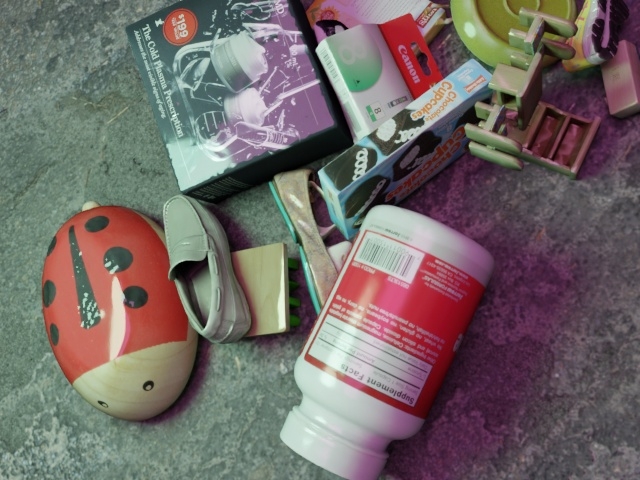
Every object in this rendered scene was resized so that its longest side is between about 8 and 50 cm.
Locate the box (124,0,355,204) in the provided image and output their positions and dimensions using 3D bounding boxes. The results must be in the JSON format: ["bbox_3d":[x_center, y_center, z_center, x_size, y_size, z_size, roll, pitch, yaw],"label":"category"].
[{"bbox_3d":[-0.147,-0.288,1.355,0.312,0.179,0.344,-22,82,10],"label":"box"}]

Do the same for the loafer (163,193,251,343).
[{"bbox_3d":[-0.224,0.040,1.313,0.112,0.111,0.320,-40,60,20],"label":"loafer"}]

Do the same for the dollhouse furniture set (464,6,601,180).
[{"bbox_3d":[0.362,-0.209,1.170,0.160,0.242,0.212,24,85,21],"label":"dollhouse furniture set"}]

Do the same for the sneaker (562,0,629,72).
[{"bbox_3d":[0.467,-0.370,1.253,0.081,0.094,0.209,39,56,-13],"label":"sneaker"}]

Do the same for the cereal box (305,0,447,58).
[{"bbox_3d":[0.102,-0.430,1.412,0.240,0.047,0.173,40,90,21],"label":"cereal box"}]

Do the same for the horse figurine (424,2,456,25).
[{"bbox_3d":[0.269,-0.477,1.348,0.174,0.066,0.264,-9,64,-9],"label":"horse figurine"}]

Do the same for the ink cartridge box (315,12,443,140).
[{"bbox_3d":[0.125,-0.303,1.284,0.224,0.056,0.181,-28,93,-22],"label":"ink cartridge box"}]

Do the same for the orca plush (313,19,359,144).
[{"bbox_3d":[0.080,-0.282,1.327,0.102,0.151,0.287,-19,73,12],"label":"orca plush"}]

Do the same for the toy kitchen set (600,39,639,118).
[{"bbox_3d":[0.613,-0.287,1.210,0.207,0.166,0.122,-23,65,50],"label":"toy kitchen set"}]

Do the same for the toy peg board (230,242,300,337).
[{"bbox_3d":[-0.111,0.101,1.341,0.160,0.079,0.161,-12,72,31],"label":"toy peg board"}]

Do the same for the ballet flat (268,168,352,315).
[{"bbox_3d":[0.000,0.000,1.310,0.106,0.107,0.316,-20,71,-2],"label":"ballet flat"}]

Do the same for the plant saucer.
[{"bbox_3d":[0.353,-0.418,1.283,0.240,0.037,0.241,1,81,-8],"label":"plant saucer"}]

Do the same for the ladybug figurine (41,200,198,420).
[{"bbox_3d":[-0.401,0.120,1.370,0.305,0.162,0.450,-28,70,10],"label":"ladybug figurine"}]

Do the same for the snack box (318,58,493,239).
[{"bbox_3d":[0.148,-0.147,1.219,0.322,0.187,0.060,-37,68,-7],"label":"snack box"}]

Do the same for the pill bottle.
[{"bbox_3d":[0.099,0.167,1.165,0.229,0.229,0.408,24,85,21],"label":"pill bottle"}]
